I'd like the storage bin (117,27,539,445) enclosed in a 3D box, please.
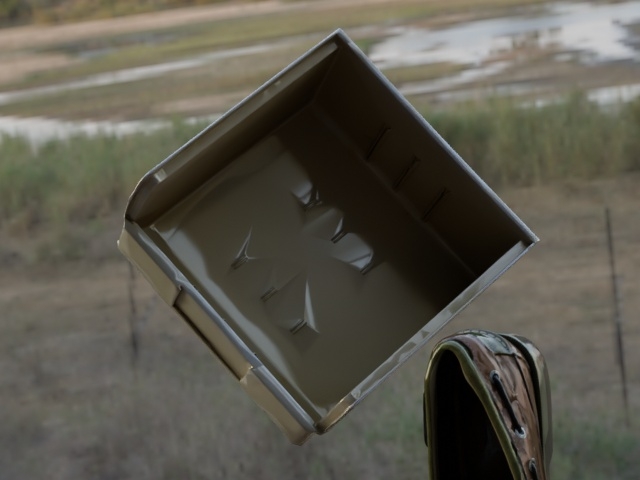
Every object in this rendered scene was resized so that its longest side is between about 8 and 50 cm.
[{"bbox_3d":[0.000,0.000,1.350,0.260,0.262,0.123,-39,-7,-26],"label":"storage bin"}]

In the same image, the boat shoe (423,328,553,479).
[{"bbox_3d":[0.127,0.221,1.147,0.110,0.307,0.104,-17,-12,30],"label":"boat shoe"}]
